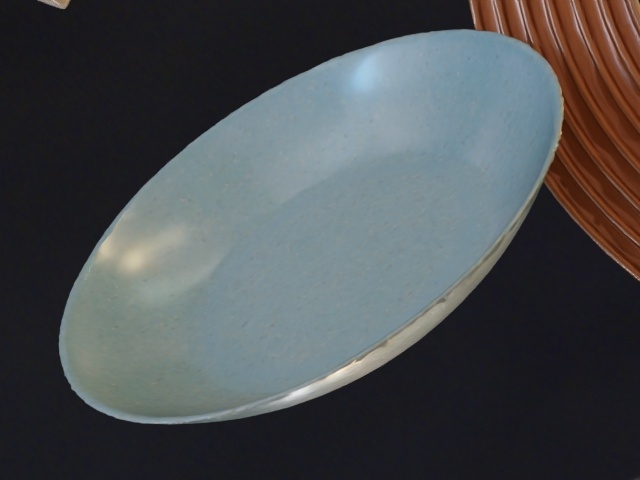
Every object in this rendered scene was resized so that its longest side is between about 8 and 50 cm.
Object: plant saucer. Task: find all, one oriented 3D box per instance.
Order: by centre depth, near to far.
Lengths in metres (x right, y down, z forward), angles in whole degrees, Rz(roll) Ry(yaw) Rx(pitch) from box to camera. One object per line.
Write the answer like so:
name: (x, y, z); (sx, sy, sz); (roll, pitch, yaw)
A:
plant saucer: (0.000, 0.000, 0.458); (0.195, 0.195, 0.037); (-39, -61, -8)

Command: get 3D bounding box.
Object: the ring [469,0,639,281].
ring: (0.199, -0.120, 0.406); (0.337, 0.336, 0.032); (-63, -23, 12)

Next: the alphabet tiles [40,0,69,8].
alphabet tiles: (-0.260, -0.193, 0.691); (0.284, 0.278, 0.021); (25, -91, -61)
